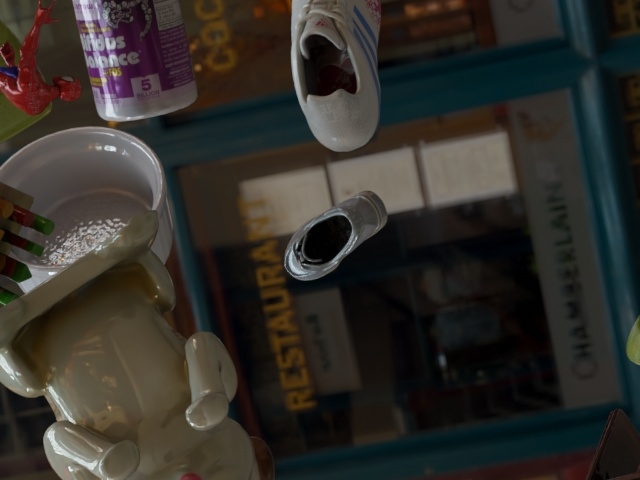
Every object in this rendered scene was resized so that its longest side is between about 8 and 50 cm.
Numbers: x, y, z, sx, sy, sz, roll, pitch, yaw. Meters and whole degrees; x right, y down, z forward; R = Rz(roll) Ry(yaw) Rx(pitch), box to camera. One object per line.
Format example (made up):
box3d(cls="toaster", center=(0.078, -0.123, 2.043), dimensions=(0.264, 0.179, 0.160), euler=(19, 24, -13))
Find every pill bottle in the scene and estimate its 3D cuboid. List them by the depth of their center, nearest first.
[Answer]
box3d(cls="pill bottle", center=(-0.304, -0.353, 2.230), dimensions=(0.169, 0.169, 0.301), euler=(-73, -26, -72))

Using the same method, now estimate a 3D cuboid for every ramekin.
box3d(cls="ramekin", center=(-0.351, -0.024, 2.074), dimensions=(0.135, 0.277, 0.277), euler=(78, -174, -49))

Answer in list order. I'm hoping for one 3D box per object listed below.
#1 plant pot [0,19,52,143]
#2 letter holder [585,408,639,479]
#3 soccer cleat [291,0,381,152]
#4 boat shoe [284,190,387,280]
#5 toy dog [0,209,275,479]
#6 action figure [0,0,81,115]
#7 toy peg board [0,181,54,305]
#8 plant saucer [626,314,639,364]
box3d(cls="plant pot", center=(-0.657, -0.230, 2.368), dimensions=(0.293, 0.275, 0.274), euler=(-45, -40, -24))
box3d(cls="letter holder", center=(0.487, 0.364, 1.794), dimensions=(0.301, 0.152, 0.214), euler=(60, -148, -14))
box3d(cls="soccer cleat", center=(0.017, -0.271, 1.791), dimensions=(0.143, 0.116, 0.331), euler=(55, -157, -56))
box3d(cls="boat shoe", center=(0.001, 0.001, 1.947), dimensions=(0.081, 0.227, 0.079), euler=(-26, -97, -40))
box3d(cls="toy dog", center=(-0.242, 0.230, 1.797), dimensions=(0.408, 0.285, 0.395), euler=(56, 157, 2))
box3d(cls="action figure", center=(-0.429, -0.235, 1.746), dimensions=(0.091, 0.280, 0.139), euler=(99, -178, -65))
box3d(cls="toy peg board", center=(-0.426, 0.005, 1.793), dimensions=(0.161, 0.079, 0.161), euler=(-66, -26, -4))
box3d(cls="plant saucer", center=(0.537, 0.104, 1.953), dimensions=(0.241, 0.241, 0.037), euler=(-74, -38, -72))
